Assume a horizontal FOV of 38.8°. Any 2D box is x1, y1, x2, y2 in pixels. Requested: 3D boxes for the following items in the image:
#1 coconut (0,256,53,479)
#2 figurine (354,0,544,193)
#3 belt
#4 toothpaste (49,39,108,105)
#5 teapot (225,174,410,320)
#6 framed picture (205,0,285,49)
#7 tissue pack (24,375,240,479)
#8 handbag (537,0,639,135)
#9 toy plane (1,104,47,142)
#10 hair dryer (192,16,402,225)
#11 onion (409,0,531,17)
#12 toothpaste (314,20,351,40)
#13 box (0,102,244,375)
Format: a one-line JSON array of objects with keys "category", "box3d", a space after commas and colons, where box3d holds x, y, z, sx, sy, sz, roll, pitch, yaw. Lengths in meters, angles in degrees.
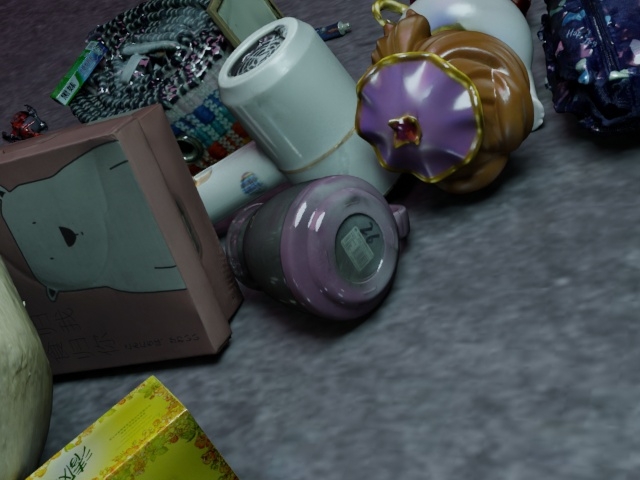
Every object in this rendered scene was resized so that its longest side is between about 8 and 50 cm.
[{"category": "coconut", "box3d": [-0.386, 0.078, 0.651, 0.346, 0.360, 0.346, -30, -10, -6]}, {"category": "figurine", "box3d": [0.119, -0.144, 0.825, 0.189, 0.142, 0.263, 25, 38, -2]}, {"category": "belt", "box3d": [-0.162, -0.163, 1.050, 0.295, 0.160, 0.207, 2, 60, 45]}, {"category": "toothpaste", "box3d": [-0.275, -0.191, 1.036, 0.020, 0.017, 0.083, 21, 74, 47]}, {"category": "teapot", "box3d": [-0.006, -0.006, 0.769, 0.146, 0.116, 0.148, 0, 45, 50]}, {"category": "framed picture", "box3d": [-0.043, -0.196, 0.968, 0.010, 0.201, 0.136, -26, 32, 27]}, {"category": "tissue pack", "box3d": [-0.147, 0.189, 0.616, 0.176, 0.095, 0.062, -39, 34, -17]}, {"category": "handbag", "box3d": [0.276, -0.185, 0.811, 0.162, 0.113, 0.260, -11, 36, 15]}, {"category": "toy plane", "box3d": [-0.436, -0.164, 1.348, 0.060, 0.037, 0.145, -42, 35, -14]}, {"category": "hair dryer", "box3d": [-0.110, -0.051, 0.883, 0.357, 0.173, 0.107, -31, 30, 19]}, {"category": "onion", "box3d": [0.163, -0.264, 0.988, 0.131, 0.131, 0.131, -19, 34, 13]}, {"category": "toothpaste", "box3d": [0.004, -0.275, 1.206, 0.083, 0.019, 0.027, -9, 55, 32]}, {"category": "box", "box3d": [-0.199, 0.006, 0.799, 0.215, 0.215, 0.086, -10, 24, 25]}]
